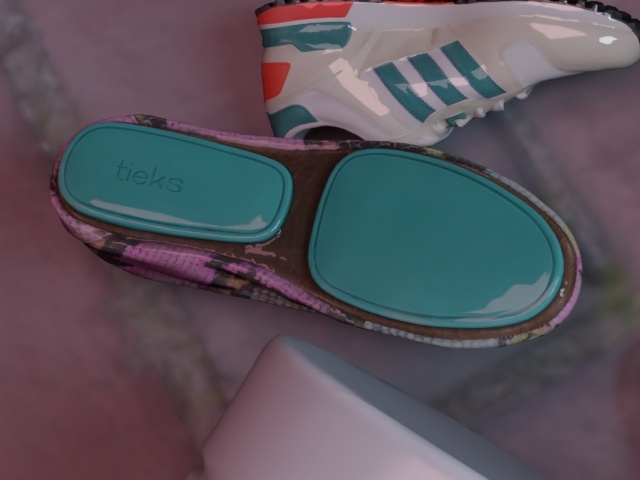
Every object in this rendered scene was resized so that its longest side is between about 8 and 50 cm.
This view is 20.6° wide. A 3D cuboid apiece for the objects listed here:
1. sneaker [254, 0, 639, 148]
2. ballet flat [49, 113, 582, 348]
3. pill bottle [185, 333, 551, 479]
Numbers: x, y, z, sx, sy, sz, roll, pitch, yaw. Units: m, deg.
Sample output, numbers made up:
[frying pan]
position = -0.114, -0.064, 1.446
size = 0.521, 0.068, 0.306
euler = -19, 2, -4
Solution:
[sneaker]
position = 0.051, -0.062, 0.711
size = 0.161, 0.057, 0.075
euler = 2, 98, 17
[ballet flat]
position = 0.000, 0.000, 0.696
size = 0.222, 0.079, 0.076
euler = 11, 71, 20
[pill bottle]
position = -0.034, 0.228, 0.600
size = 0.204, 0.204, 0.361
euler = 32, 91, 20
